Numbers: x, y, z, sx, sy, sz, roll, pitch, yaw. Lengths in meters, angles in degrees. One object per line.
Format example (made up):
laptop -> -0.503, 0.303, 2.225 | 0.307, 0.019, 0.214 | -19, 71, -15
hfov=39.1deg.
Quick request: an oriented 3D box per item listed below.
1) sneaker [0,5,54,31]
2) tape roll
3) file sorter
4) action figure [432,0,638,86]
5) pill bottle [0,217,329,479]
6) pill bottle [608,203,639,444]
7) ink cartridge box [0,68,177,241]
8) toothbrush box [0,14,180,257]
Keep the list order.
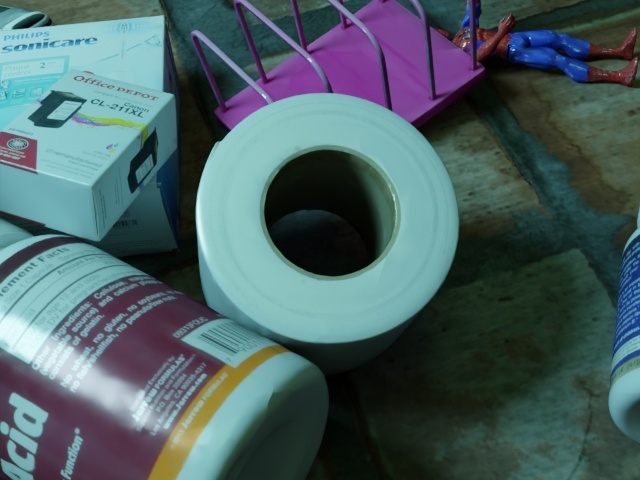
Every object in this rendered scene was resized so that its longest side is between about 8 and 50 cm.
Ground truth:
sneaker -> -0.487, -0.257, 1.247 | 0.228, 0.086, 0.132 | -33, 46, -23
tape roll -> 0.000, 0.000, 0.894 | 0.246, 0.169, 0.246 | 2, 72, -6
file sorter -> 0.021, -0.228, 1.085 | 0.290, 0.182, 0.202 | -37, 58, -12
action figure -> 0.269, -0.278, 1.168 | 0.280, 0.139, 0.091 | 4, 51, 11
pill bottle -> -0.211, 0.130, 0.821 | 0.392, 0.224, 0.224 | 25, 57, 22
pill bottle -> 0.367, 0.064, 0.875 | 0.153, 0.153, 0.265 | 10, 53, 12
ink cartridge box -> -0.239, -0.092, 0.912 | 0.127, 0.072, 0.175 | 15, 42, 11
toothbrush box -> -0.284, -0.125, 1.089 | 0.216, 0.126, 0.296 | -5, 50, -1
